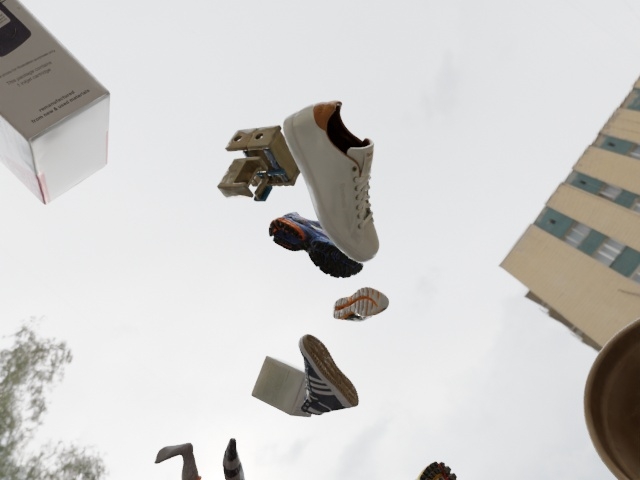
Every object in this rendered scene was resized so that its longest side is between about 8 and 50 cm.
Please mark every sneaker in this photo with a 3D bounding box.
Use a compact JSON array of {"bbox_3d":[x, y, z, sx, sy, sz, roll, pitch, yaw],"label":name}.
[{"bbox_3d":[0.049,-0.092,0.783,0.123,0.106,0.290,-16,-68,34],"label":"sneaker"},{"bbox_3d":[-0.021,0.404,1.366,0.153,0.099,0.282,-26,-68,23],"label":"sneaker"},{"bbox_3d":[0.161,0.489,0.837,0.225,0.088,0.093,-8,-45,-40],"label":"sneaker"},{"bbox_3d":[0.000,0.000,1.014,0.221,0.087,0.083,32,-49,4],"label":"sneaker"},{"bbox_3d":[0.125,0.187,1.325,0.083,0.214,0.084,23,-115,-28],"label":"sneaker"}]

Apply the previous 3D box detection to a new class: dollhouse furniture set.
[{"bbox_3d":[-0.149,-0.143,1.045,0.129,0.128,0.184,57,-134,-43],"label":"dollhouse furniture set"}]

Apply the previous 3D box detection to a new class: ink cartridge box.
[{"bbox_3d":[-0.353,-0.180,0.510,0.237,0.172,0.100,46,-120,-5],"label":"ink cartridge box"}]

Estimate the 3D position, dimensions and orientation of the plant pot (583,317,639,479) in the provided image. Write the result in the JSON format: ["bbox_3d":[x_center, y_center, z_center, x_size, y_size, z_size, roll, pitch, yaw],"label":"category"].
[{"bbox_3d":[0.420,0.189,0.487,0.109,0.237,0.237,39,-81,-25],"label":"plant pot"}]

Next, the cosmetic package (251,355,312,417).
[{"bbox_3d":[-0.113,0.517,1.659,0.151,0.183,0.152,38,-110,-55],"label":"cosmetic package"}]

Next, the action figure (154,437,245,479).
[{"bbox_3d":[-0.114,0.508,0.779,0.178,0.341,0.330,-45,-54,-32],"label":"action figure"}]
